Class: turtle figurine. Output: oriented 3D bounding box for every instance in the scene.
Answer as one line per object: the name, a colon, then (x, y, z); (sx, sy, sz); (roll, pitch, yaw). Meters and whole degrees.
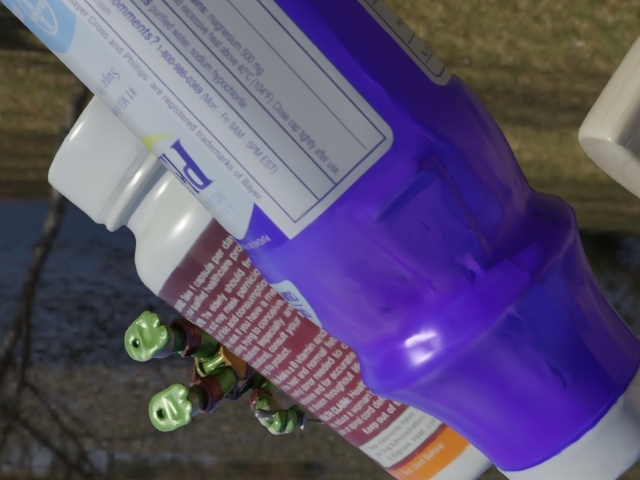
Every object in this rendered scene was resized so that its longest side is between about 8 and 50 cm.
turtle figurine: (-0.081, 0.130, 1.623); (0.275, 0.198, 0.266); (13, -167, 35)

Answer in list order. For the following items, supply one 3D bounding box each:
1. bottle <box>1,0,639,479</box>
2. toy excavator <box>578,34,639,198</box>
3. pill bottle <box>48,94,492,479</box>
bottle: (0.002, -0.031, 0.447); (0.092, 0.283, 0.118); (-44, -172, -3)
toy excavator: (0.398, 0.029, 0.714); (0.445, 0.222, 0.433); (34, 178, -14)
pill bottle: (0.000, 0.000, 1.054); (0.392, 0.224, 0.224); (38, 163, -4)
